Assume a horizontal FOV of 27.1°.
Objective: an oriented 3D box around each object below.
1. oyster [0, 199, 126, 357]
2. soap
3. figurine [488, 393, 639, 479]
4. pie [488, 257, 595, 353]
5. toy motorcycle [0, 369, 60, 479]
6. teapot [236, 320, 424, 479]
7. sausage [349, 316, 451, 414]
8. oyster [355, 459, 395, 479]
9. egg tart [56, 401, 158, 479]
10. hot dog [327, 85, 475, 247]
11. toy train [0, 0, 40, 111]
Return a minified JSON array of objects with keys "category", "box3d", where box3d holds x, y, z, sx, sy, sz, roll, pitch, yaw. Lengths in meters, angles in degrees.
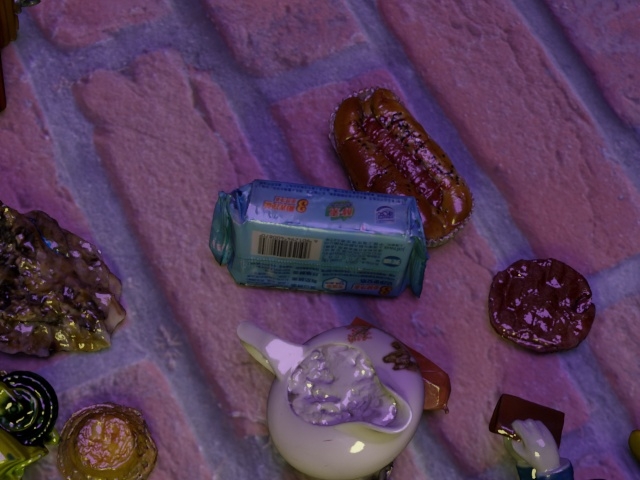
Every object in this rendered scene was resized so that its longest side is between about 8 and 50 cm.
[{"category":"oyster","box3d":[-0.365,0.050,1.740,0.223,0.083,0.214,3,63,-12]},{"category":"soap","box3d":[0.000,0.000,1.764,0.293,0.156,0.077,6,52,-5]},{"category":"figurine","box3d":[0.281,0.327,1.604,0.338,0.204,0.283,-40,97,-12]},{"category":"pie","box3d":[0.302,0.089,1.820,0.153,0.038,0.153,2,60,-3]},{"category":"toy motorcycle","box3d":[-0.488,0.193,1.591,0.342,0.142,0.206,29,96,3]},{"category":"teapot","box3d":[0.017,0.191,1.642,0.298,0.139,0.204,19,69,38]},{"category":"sausage","box3d":[0.104,0.166,1.737,0.169,0.065,0.065,32,62,11]},{"category":"oyster","box3d":[0.038,0.334,1.654,0.106,0.061,0.200,15,56,27]},{"category":"egg tart","box3d":[-0.265,0.255,1.652,0.130,0.052,0.130,2,60,-3]},{"category":"hot dog","box3d":[0.110,-0.103,1.880,0.144,0.075,0.268,-28,69,-20]},{"category":"toy train","box3d":[-0.570,-0.284,1.855,0.369,0.163,0.232,-9,71,-12]}]
